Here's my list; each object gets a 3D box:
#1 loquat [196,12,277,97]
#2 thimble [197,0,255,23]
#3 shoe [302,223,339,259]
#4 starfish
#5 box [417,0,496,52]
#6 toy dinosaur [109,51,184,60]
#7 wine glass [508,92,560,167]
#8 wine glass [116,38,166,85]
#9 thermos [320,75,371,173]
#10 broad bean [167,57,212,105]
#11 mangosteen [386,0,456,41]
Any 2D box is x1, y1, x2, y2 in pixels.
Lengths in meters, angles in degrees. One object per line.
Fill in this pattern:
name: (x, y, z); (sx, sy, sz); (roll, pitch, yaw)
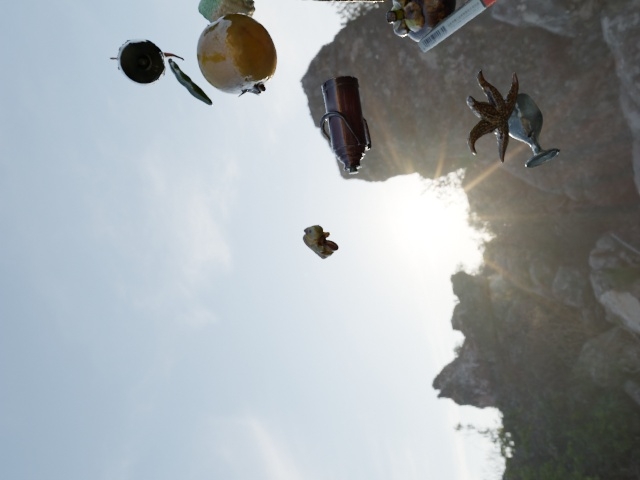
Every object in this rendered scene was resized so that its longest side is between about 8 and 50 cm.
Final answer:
loquat: (-0.271, -0.618, 1.626); (0.275, 0.275, 0.274); (-13, -90, -68)
thimble: (-0.386, -0.970, 1.994); (0.219, 0.150, 0.219); (27, -149, -18)
shoe: (0.002, 0.000, 1.379); (0.109, 0.069, 0.072); (60, -144, -4)
starfish: (0.426, -0.298, 1.159); (0.238, 0.213, 0.057); (54, 165, -26)
box: (0.343, -0.526, 1.083); (0.035, 0.245, 0.139); (50, -127, -13)
toy dinosaur: (-0.631, -0.668, 1.752); (0.280, 0.101, 0.055); (-21, -63, -31)
wine glass: (0.717, -0.381, 1.657); (0.126, 0.127, 0.241); (24, -134, -63)
wine glass: (-0.540, -0.535, 1.447); (0.143, 0.143, 0.321); (63, 170, -30)
thermos: (0.070, -0.282, 1.201); (0.124, 0.099, 0.231); (-8, -93, -33)
broad bean: (-0.479, -0.569, 1.713); (0.297, 0.043, 0.060); (47, -163, 20)
mangosteen: (0.292, -0.694, 1.440); (0.192, 0.217, 0.192); (169, 90, -74)
